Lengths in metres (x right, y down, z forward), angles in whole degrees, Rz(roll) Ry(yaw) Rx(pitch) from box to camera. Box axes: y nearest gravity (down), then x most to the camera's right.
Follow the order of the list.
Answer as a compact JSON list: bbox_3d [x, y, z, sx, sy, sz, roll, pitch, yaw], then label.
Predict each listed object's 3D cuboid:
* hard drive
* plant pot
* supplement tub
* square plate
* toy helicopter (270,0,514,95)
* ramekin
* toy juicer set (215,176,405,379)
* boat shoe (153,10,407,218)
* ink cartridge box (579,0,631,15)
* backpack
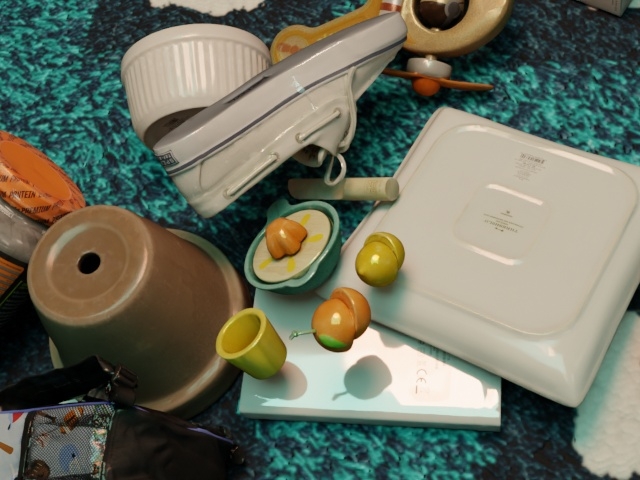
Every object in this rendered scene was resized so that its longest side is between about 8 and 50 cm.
[{"bbox_3d":[0.065,0.123,1.119,0.307,0.040,0.203,0,64,13],"label":"hard drive"},{"bbox_3d":[-0.230,0.073,1.103,0.263,0.229,0.263,-4,63,9],"label":"plant pot"},{"bbox_3d":[-0.454,0.025,1.150,0.316,0.193,0.193,-46,62,8],"label":"supplement tub"},{"bbox_3d":[0.218,-0.012,1.114,0.347,0.049,0.344,23,62,25],"label":"square plate"},{"bbox_3d":[0.096,-0.288,1.274,0.355,0.140,0.235,-17,84,21],"label":"toy helicopter"},{"bbox_3d":[-0.162,-0.190,1.238,0.207,0.207,0.109,-10,72,7],"label":"ramekin"},{"bbox_3d":[0.000,0.000,1.084,0.209,0.089,0.329,-16,41,30],"label":"toy juicer set"},{"bbox_3d":[-0.017,-0.142,1.137,0.367,0.156,0.136,-37,21,-23],"label":"boat shoe"},{"bbox_3d":[0.367,-0.435,1.302,0.218,0.092,0.158,30,74,22],"label":"ink cartridge box"},{"bbox_3d":[-0.258,0.268,1.012,0.263,0.276,0.213,-1,62,26],"label":"backpack"}]
